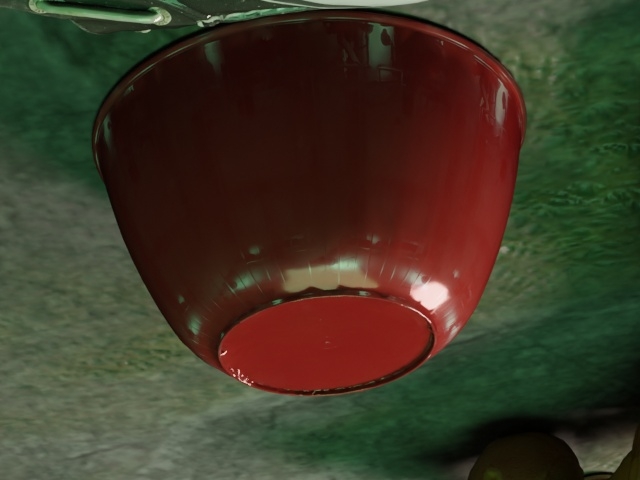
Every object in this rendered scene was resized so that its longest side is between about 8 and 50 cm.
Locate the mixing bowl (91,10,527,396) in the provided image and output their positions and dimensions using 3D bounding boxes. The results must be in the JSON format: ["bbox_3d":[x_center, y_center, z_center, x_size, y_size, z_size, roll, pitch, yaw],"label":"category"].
[{"bbox_3d":[0.000,0.000,0.754,0.181,0.098,0.181,-4,150,-3],"label":"mixing bowl"}]

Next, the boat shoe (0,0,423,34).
[{"bbox_3d":[-0.060,-0.105,0.593,0.219,0.078,0.070,9,147,-7],"label":"boat shoe"}]

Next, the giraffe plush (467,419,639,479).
[{"bbox_3d":[0.144,0.171,1.030,0.170,0.210,0.181,11,166,35],"label":"giraffe plush"}]

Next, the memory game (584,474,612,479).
[{"bbox_3d":[0.202,0.182,1.182,0.186,0.012,0.186,-4,150,-2],"label":"memory game"}]
